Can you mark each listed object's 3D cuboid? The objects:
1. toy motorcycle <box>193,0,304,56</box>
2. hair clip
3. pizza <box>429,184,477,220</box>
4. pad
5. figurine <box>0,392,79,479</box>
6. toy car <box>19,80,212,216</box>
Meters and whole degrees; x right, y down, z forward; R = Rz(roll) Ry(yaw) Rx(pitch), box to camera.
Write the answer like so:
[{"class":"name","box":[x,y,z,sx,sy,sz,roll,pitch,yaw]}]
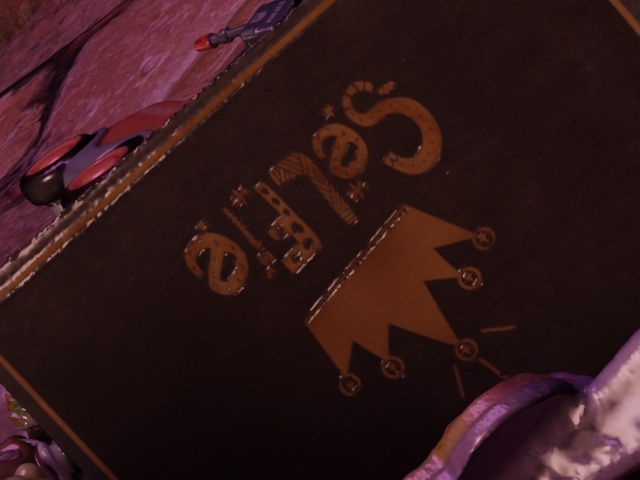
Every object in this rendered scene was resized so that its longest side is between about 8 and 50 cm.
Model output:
[{"class":"toy motorcycle","box":[0.012,-0.215,1.523,0.182,0.123,0.272,-10,38,41]},{"class":"hair clip","box":[0.125,0.079,0.772,0.278,0.090,0.137,-33,-14,20]},{"class":"pizza","box":[0.146,-0.082,0.944,0.406,0.130,0.440,-16,15,48]},{"class":"pad","box":[-0.001,-0.001,0.825,0.375,0.315,0.063,-40,6,15]},{"class":"figurine","box":[-0.215,0.166,1.238,0.147,0.093,0.197,-26,24,14]},{"class":"toy car","box":[-0.064,-0.028,1.233,0.212,0.180,0.270,-39,18,-13]}]
